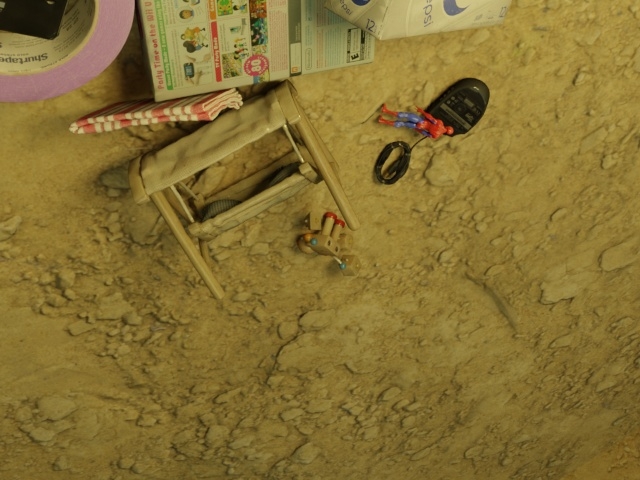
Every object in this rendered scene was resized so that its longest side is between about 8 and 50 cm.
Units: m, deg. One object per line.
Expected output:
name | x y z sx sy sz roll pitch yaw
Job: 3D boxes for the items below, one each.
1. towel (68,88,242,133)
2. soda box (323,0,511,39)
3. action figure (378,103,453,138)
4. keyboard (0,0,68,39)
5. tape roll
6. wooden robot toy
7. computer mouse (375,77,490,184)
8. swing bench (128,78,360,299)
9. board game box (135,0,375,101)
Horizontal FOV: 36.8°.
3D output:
towel | -0.213 -0.166 1.262 0.196 0.144 0.029 -5 106 15
soda box | 0.138 -0.322 1.211 0.286 0.098 0.091 -19 136 -46
action figure | 0.150 -0.183 1.488 0.115 0.030 0.038 17 129 0
keyboard | -0.368 -0.283 1.063 0.180 0.023 0.108 5 139 -28
tape roll | -0.362 -0.298 1.133 0.274 0.090 0.275 -11 138 -10
wooden robot toy | 0.000 0.000 1.644 0.079 0.076 0.173 -2 152 35
computer mouse | 0.174 -0.174 1.533 0.071 0.041 0.242 39 122 -19
swing bench | -0.113 -0.090 1.411 0.253 0.165 0.255 -26 134 6
board game box | -0.083 -0.314 1.227 0.303 0.098 0.224 -12 138 -12
